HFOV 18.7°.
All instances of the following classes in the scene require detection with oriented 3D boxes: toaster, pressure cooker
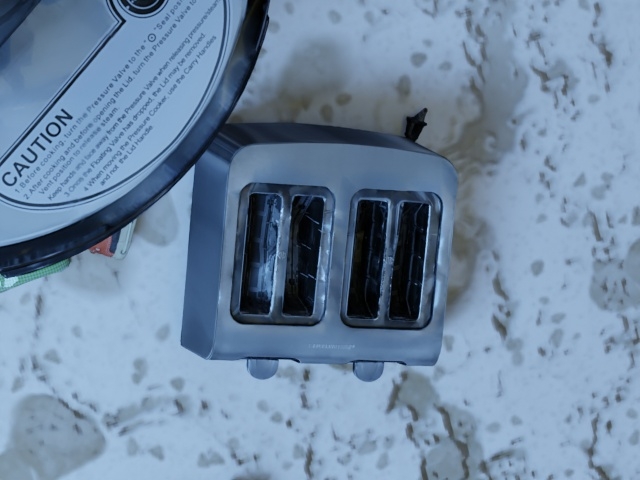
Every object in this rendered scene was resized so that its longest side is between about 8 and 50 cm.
[{"bbox_3d":[0.000,0.000,1.329,0.168,0.110,0.186,3,98,-17],"label":"toaster"},{"bbox_3d":[-0.223,-0.165,1.075,0.375,0.420,0.370,-4,101,-16],"label":"pressure cooker"}]

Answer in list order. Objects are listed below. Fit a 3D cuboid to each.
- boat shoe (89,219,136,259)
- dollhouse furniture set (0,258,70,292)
[{"bbox_3d":[-0.126,-0.053,1.317,0.043,0.049,0.137,23,95,-21],"label":"boat shoe"},{"bbox_3d":[-0.241,0.012,1.291,0.151,0.058,0.076,-22,105,-11],"label":"dollhouse furniture set"}]
